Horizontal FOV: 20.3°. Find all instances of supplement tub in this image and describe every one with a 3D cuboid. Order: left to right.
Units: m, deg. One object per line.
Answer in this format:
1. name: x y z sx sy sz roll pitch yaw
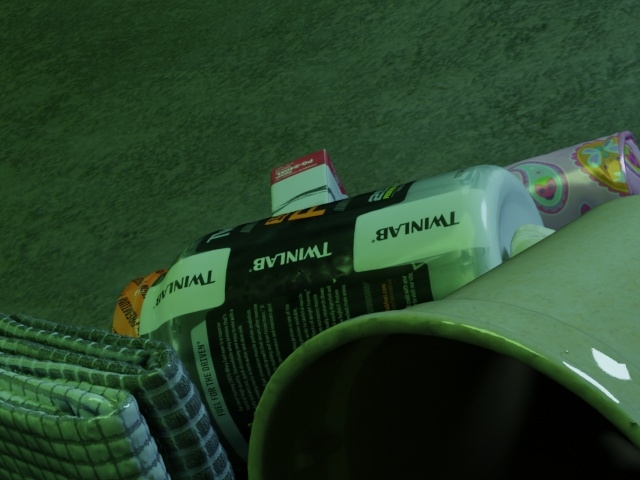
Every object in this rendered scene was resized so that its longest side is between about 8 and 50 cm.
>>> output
1. supplement tub: 0.016 0.072 1.448 0.338 0.207 0.207 -14 30 21

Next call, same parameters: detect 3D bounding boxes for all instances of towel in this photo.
1. towel: -0.178 0.181 1.393 0.284 0.235 0.121 7 38 45

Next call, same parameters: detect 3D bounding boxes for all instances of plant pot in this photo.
1. plant pot: 0.176 0.129 1.147 0.334 0.333 0.305 -1 24 39

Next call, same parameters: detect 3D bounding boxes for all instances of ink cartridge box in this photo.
1. ink cartridge box: 0.000 0.000 1.692 0.063 0.109 0.150 -20 28 9

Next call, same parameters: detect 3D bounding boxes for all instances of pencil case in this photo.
1. pencil case: 0.159 -0.004 1.563 0.284 0.124 0.124 -16 29 17

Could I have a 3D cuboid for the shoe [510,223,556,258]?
1. shoe: 0.240 0.039 1.347 0.058 0.219 0.076 -103 37 -63
